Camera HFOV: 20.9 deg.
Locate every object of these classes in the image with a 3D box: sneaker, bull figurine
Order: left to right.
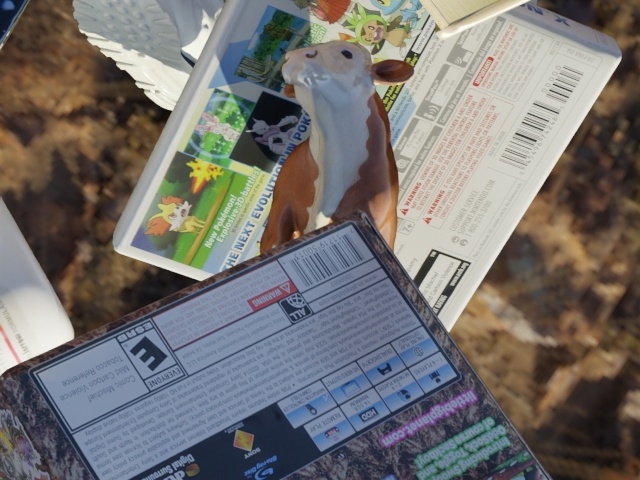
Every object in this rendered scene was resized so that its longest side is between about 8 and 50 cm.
[{"bbox_3d":[-0.130,-0.188,1.421,0.235,0.090,0.094,57,48,-65],"label":"sneaker"},{"bbox_3d":[0.000,0.000,1.273,0.310,0.101,0.188,91,17,-52],"label":"bull figurine"}]

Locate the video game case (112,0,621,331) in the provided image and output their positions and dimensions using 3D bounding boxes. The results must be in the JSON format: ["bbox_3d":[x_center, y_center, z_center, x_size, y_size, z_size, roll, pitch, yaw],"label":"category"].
[{"bbox_3d":[0.032,-0.076,1.398,0.300,0.036,0.329,20,121,-17],"label":"video game case"}]

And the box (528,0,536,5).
[{"bbox_3d":[0.076,-0.258,1.743,0.275,0.113,0.094,3,90,-26],"label":"box"}]

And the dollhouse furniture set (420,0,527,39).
[{"bbox_3d":[0.092,-0.291,1.235,0.212,0.242,0.161,-22,130,25],"label":"dollhouse furniture set"}]

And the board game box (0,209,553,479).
[{"bbox_3d":[-0.010,0.169,0.873,0.232,0.291,0.141,-24,163,-35],"label":"board game box"}]

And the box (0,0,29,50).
[{"bbox_3d":[-0.175,-0.087,0.336,0.233,0.159,0.044,32,65,-15],"label":"box"}]

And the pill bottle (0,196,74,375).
[{"bbox_3d":[-0.438,0.094,1.488,0.408,0.229,0.229,-30,134,-11],"label":"pill bottle"}]
